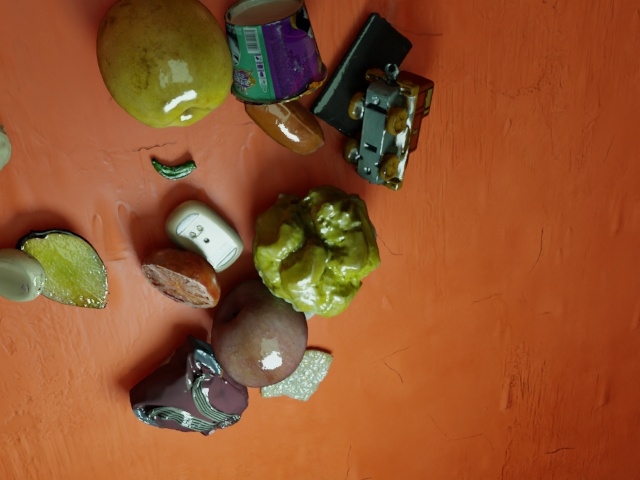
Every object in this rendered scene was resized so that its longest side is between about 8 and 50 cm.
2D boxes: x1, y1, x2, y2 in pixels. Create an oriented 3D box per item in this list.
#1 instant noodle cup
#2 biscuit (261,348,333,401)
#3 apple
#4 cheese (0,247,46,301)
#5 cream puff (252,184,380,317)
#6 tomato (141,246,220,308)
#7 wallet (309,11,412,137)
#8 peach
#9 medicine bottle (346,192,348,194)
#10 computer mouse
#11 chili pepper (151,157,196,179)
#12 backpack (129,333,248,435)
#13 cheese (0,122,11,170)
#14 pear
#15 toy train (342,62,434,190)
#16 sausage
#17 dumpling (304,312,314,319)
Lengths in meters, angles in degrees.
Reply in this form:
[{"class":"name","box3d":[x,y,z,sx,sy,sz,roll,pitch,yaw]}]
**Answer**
[{"class":"instant noodle cup","box3d":[-0.118,-0.471,1.630,0.251,0.251,0.190,-23,131,-13]},{"class":"biscuit","box3d":[-0.074,0.445,2.207,0.266,0.040,0.188,-23,119,-11]},{"class":"apple","box3d":[-0.177,0.259,1.924,0.306,0.306,0.235,-45,124,1]},{"class":"cheese","box3d":[-0.798,0.071,1.678,0.228,0.064,0.137,20,114,3]},{"class":"cream puff","box3d":[0.000,0.000,1.861,0.379,0.378,0.275,1,149,-24]},{"class":"tomato","box3d":[-0.372,0.090,1.837,0.237,0.237,0.095,40,57,-32]},{"class":"wallet","box3d":[0.113,-0.455,1.878,0.171,0.044,0.321,27,100,-34]},{"class":"peach","box3d":[-0.656,0.070,1.760,0.189,0.068,0.279,-33,116,6]},{"class":"medicine bottle","box3d":[0.066,-0.117,2.004,0.089,0.052,0.052,31,98,-31]},{"class":"computer mouse","box3d":[-0.321,-0.014,1.867,0.145,0.082,0.236,-46,124,2]},{"class":"chili pepper","box3d":[-0.388,-0.189,1.791,0.118,0.035,0.055,2,99,-14]},{"class":"backpack","box3d":[-0.363,0.466,1.999,0.283,0.197,0.317,-40,123,6]},{"class":"cheese","box3d":[-0.880,-0.213,1.522,0.318,0.115,0.326,27,102,-30]},{"class":"pear","box3d":[-0.355,-0.415,1.548,0.315,0.314,0.314,-9,116,-19]},{"class":"toy train","box3d":[0.197,-0.326,1.882,0.232,0.163,0.368,-31,139,-39]},{"class":"sausage","box3d":[-0.094,-0.321,1.801,0.258,0.133,0.133,38,94,-32]},{"class":"dumpling","box3d":[-0.026,0.138,2.051,0.151,0.124,0.229,41,103,6]}]
